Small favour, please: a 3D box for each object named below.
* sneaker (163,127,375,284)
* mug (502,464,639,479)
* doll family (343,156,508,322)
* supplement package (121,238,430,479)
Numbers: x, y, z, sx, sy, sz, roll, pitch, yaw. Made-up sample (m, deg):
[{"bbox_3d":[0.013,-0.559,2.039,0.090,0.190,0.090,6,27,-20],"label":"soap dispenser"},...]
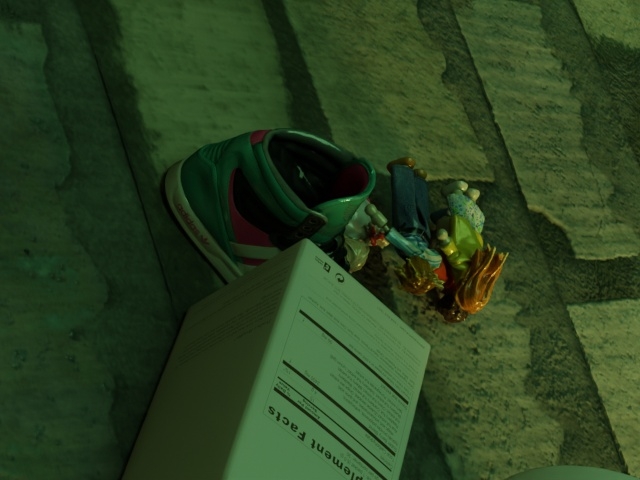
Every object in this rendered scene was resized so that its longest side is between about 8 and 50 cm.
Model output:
[{"bbox_3d":[0.000,0.000,1.578,0.295,0.178,0.124,48,39,-15],"label":"sneaker"},{"bbox_3d":[0.235,0.415,1.281,0.374,0.276,0.328,27,43,8],"label":"mug"},{"bbox_3d":[0.120,-0.002,1.762,0.263,0.118,0.163,25,49,-36],"label":"doll family"},{"bbox_3d":[-0.043,0.181,1.410,0.175,0.177,0.293,42,41,-22],"label":"supplement package"}]
